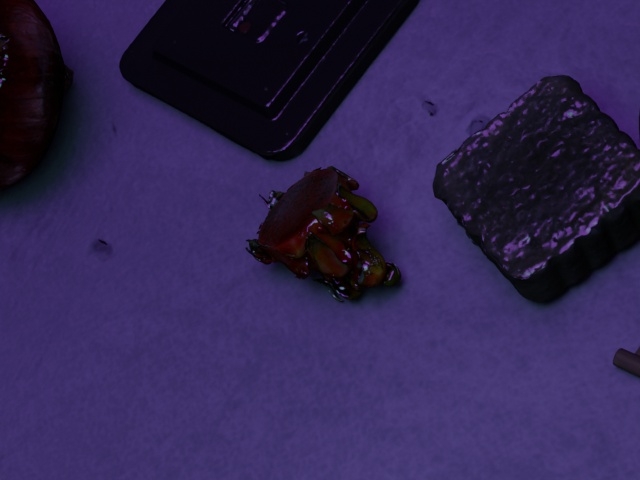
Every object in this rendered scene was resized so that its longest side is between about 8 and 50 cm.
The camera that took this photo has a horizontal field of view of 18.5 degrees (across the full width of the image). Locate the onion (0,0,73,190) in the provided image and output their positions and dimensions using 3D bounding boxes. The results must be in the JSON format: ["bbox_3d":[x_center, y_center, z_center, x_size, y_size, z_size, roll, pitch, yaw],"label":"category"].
[{"bbox_3d":[-0.377,-0.172,2.252,0.272,0.195,0.272,-13,73,50],"label":"onion"}]

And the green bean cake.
[{"bbox_3d":[0.228,-0.049,1.973,0.185,0.094,0.183,-37,55,-2],"label":"green bean cake"}]

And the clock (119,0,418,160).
[{"bbox_3d":[-0.063,-0.245,2.231,0.273,0.049,0.279,28,74,31],"label":"clock"}]

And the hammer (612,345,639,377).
[{"bbox_3d":[0.328,0.085,1.905,0.035,0.019,0.110,26,68,31],"label":"hammer"}]

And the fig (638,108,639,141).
[{"bbox_3d":[0.460,-0.080,1.766,0.343,0.343,0.343,-10,58,16],"label":"fig"}]

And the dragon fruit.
[{"bbox_3d":[0.000,0.000,2.028,0.175,0.142,0.138,47,112,6],"label":"dragon fruit"}]
